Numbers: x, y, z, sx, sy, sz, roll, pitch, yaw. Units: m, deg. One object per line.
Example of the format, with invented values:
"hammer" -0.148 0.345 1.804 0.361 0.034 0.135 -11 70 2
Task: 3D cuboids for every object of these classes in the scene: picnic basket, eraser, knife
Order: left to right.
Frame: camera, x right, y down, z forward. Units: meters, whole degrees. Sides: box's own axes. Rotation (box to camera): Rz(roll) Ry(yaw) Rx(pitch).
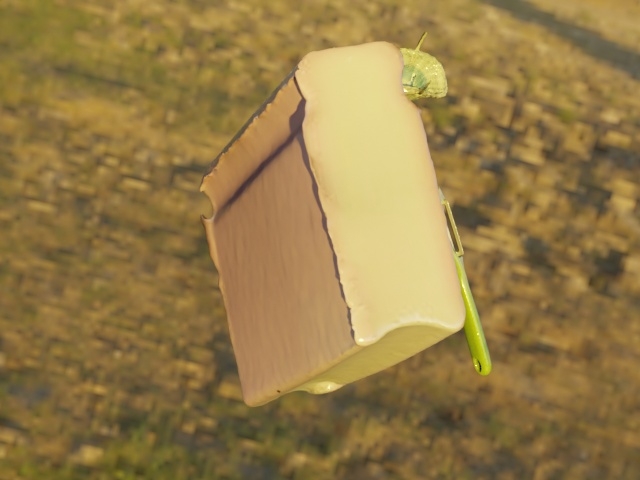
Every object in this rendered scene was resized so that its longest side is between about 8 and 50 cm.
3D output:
"eraser" 0.000 0.000 1.697 0.122 0.272 0.359 -10 -12 -20
"picnic basket" 0.106 -0.182 1.959 0.083 0.065 0.083 12 -32 -19
"knife" 0.127 0.039 1.637 0.026 0.184 0.022 -21 10 -25
